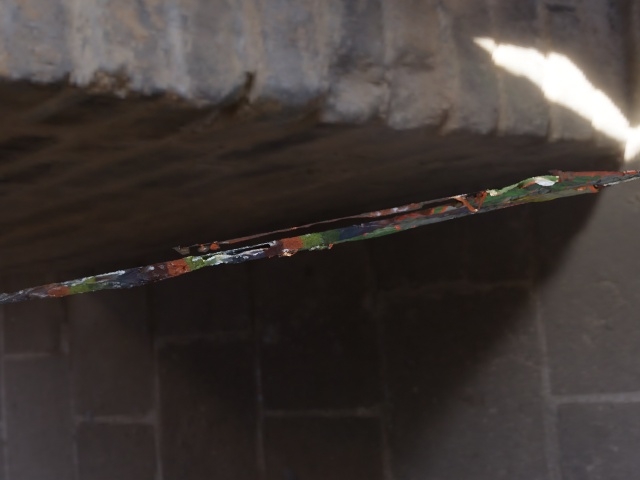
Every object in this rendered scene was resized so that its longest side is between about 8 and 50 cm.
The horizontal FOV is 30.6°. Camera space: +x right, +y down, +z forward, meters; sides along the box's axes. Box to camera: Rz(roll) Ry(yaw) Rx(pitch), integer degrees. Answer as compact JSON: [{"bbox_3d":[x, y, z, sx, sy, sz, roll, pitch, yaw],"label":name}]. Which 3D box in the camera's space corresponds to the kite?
[{"bbox_3d":[0.000,0.000,0.343,0.198,0.244,0.006,164,95,-72],"label":"kite"}]
